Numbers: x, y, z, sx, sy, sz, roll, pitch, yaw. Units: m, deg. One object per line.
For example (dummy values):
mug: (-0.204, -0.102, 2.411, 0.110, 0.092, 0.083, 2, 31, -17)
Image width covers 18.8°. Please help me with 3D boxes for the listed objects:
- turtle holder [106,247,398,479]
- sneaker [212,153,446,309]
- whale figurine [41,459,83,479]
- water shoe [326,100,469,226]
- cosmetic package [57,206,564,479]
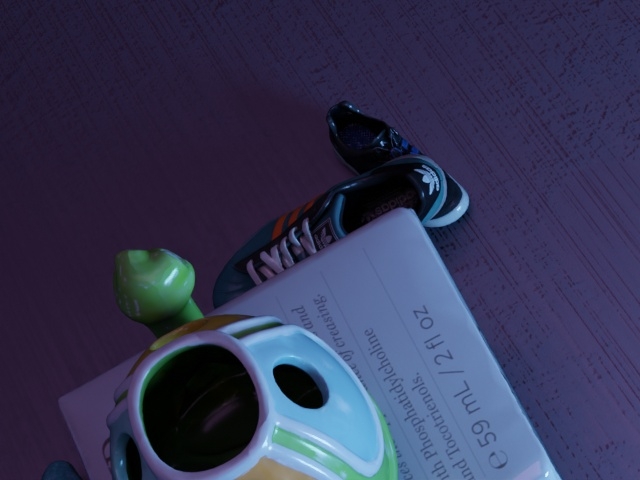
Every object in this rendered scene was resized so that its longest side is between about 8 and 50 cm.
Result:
turtle holder: (-0.066, 0.153, 1.650, 0.243, 0.227, 0.320, -6, 61, 17)
sneaker: (0.000, 0.000, 2.134, 0.302, 0.121, 0.108, -34, 87, 10)
whale figurine: (-0.338, 0.353, 2.072, 0.216, 0.141, 0.272, 31, 75, 31)
water shoe: (0.079, -0.086, 2.208, 0.203, 0.080, 0.073, 34, 77, 31)
cosmetic package: (0.022, 0.247, 1.897, 0.393, 0.327, 0.329, -29, 57, 3)
